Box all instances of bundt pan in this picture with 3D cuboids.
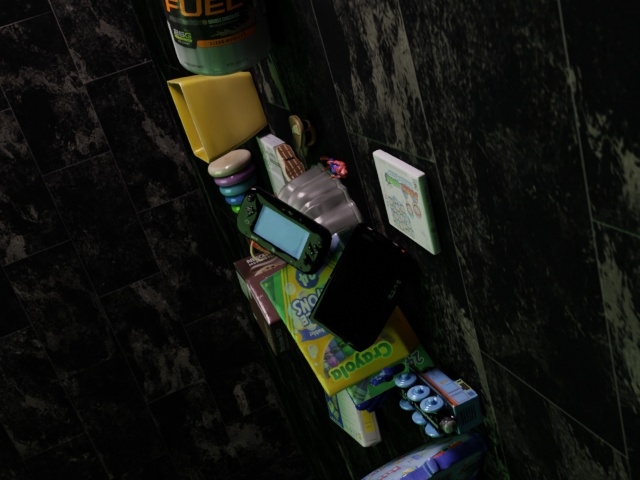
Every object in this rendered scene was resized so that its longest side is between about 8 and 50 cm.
[{"bbox_3d":[0.000,0.000,1.642,0.330,0.124,0.330,58,163,29],"label":"bundt pan"}]

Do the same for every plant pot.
[{"bbox_3d":[-0.261,-0.342,1.923,0.212,0.187,0.212,33,144,67],"label":"plant pot"}]

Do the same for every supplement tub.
[{"bbox_3d":[-0.220,-0.517,1.459,0.207,0.207,0.337,53,161,44],"label":"supplement tub"}]

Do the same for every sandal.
[{"bbox_3d":[-0.032,-0.225,1.572,0.180,0.049,0.072,62,-172,-81],"label":"sandal"}]

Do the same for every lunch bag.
[{"bbox_3d":[0.198,0.460,1.435,0.138,0.221,0.293,60,165,25],"label":"lunch bag"}]

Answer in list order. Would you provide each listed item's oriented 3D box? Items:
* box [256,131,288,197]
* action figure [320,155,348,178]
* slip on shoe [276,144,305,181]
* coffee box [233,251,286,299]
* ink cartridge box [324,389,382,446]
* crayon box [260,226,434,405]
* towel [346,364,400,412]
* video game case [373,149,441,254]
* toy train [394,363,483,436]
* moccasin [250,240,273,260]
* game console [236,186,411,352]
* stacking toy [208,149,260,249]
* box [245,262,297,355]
[{"bbox_3d":[-0.105,-0.178,1.917,0.145,0.038,0.186,40,149,62],"label":"box"},{"bbox_3d":[0.030,-0.146,1.497,0.115,0.030,0.038,33,139,63],"label":"action figure"},{"bbox_3d":[-0.073,-0.174,1.775,0.041,0.052,0.135,93,154,-49],"label":"slip on shoe"},{"bbox_3d":[-0.136,0.149,2.284,0.297,0.168,0.118,46,155,54],"label":"coffee box"},{"bbox_3d":[0.067,0.403,2.131,0.304,0.072,0.307,-171,70,-74],"label":"ink cartridge box"},{"bbox_3d":[0.051,0.164,1.464,0.322,0.203,0.083,58,-156,3],"label":"crayon box"},{"bbox_3d":[0.068,0.251,1.796,0.308,0.076,0.227,56,151,29],"label":"towel"},{"bbox_3d":[0.142,-0.066,1.223,0.157,0.019,0.143,42,152,59],"label":"video game case"},{"bbox_3d":[0.212,0.288,1.350,0.184,0.105,0.080,-143,36,-62],"label":"toy train"},{"bbox_3d":[-0.130,-0.022,2.032,0.380,0.147,0.139,36,146,64],"label":"moccasin"},{"bbox_3d":[-0.013,0.035,1.398,0.361,0.213,0.044,32,-162,17],"label":"game console"},{"bbox_3d":[-0.225,-0.111,2.303,0.141,0.141,0.330,38,153,62],"label":"stacking toy"},{"bbox_3d":[-0.073,0.174,2.019,0.167,0.203,0.168,56,163,35],"label":"box"}]
